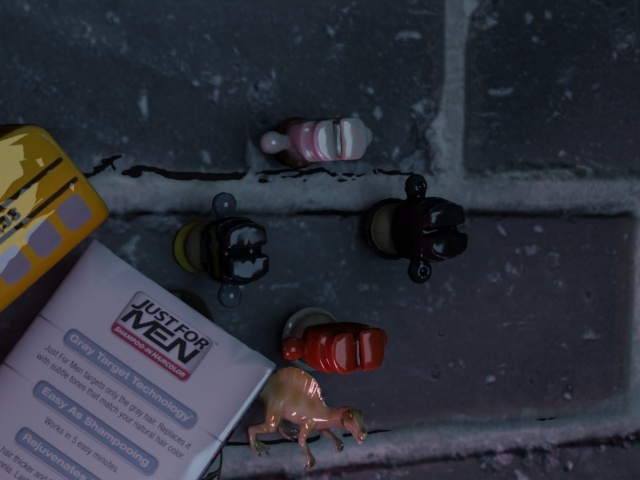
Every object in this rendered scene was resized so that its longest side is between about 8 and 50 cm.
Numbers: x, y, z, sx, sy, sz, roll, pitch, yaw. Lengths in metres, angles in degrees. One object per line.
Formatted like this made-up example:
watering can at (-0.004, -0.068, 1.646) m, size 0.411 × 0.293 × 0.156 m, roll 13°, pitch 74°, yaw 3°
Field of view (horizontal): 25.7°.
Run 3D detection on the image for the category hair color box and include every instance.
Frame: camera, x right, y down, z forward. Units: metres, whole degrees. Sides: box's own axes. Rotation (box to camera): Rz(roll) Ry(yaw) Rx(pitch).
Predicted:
hair color box at (-0.217, 0.208, 1.144) m, size 0.185 × 0.113 × 0.374 m, roll 34°, pitch 78°, yaw 3°

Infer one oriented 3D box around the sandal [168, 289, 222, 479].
sandal at (-0.133, 0.156, 1.252) m, size 0.090 × 0.060 × 0.219 m, roll 0°, pitch 78°, yaw -4°

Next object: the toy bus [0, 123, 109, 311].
toy bus at (-0.339, 0.037, 1.112) m, size 0.332 × 0.108 × 0.130 m, roll -43°, pitch 112°, yaw -18°

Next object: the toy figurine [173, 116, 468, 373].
toy figurine at (0.000, 0.000, 1.265) m, size 0.209 × 0.148 × 0.213 m, roll 39°, pitch 79°, yaw -17°

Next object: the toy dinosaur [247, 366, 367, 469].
toy dinosaur at (-0.035, 0.152, 1.291) m, size 0.053 × 0.183 × 0.093 m, roll -45°, pitch 151°, yaw -54°
